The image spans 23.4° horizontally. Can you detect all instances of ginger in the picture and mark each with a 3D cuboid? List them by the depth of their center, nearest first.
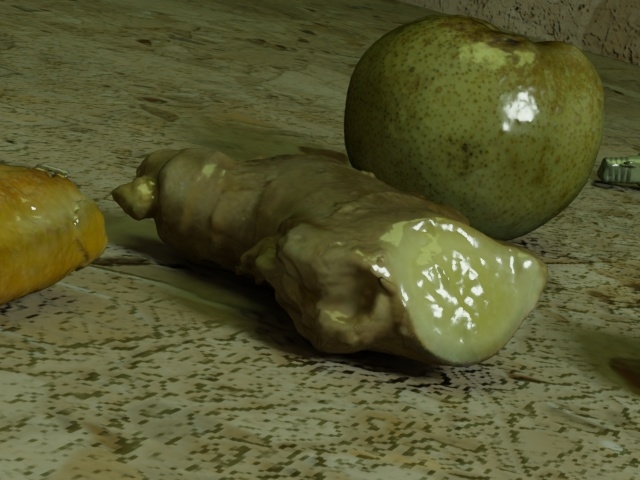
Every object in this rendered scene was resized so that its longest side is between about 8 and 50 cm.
[{"bbox_3d":[0.004,0.000,0.742,0.137,0.074,0.213,2,12,-41],"label":"ginger"}]

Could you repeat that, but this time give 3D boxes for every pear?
[{"bbox_3d":[0.094,-0.076,0.992,0.167,0.136,0.167,17,10,-3],"label":"pear"}]

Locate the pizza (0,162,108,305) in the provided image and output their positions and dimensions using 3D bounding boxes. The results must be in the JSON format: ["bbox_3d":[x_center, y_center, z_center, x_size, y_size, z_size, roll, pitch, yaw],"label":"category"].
[{"bbox_3d":[-0.208,-0.009,0.594,0.134,0.056,0.271,27,20,37],"label":"pizza"}]

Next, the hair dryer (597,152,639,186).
[{"bbox_3d":[0.409,-0.073,1.435,0.298,0.119,0.296,3,5,10],"label":"hair dryer"}]
